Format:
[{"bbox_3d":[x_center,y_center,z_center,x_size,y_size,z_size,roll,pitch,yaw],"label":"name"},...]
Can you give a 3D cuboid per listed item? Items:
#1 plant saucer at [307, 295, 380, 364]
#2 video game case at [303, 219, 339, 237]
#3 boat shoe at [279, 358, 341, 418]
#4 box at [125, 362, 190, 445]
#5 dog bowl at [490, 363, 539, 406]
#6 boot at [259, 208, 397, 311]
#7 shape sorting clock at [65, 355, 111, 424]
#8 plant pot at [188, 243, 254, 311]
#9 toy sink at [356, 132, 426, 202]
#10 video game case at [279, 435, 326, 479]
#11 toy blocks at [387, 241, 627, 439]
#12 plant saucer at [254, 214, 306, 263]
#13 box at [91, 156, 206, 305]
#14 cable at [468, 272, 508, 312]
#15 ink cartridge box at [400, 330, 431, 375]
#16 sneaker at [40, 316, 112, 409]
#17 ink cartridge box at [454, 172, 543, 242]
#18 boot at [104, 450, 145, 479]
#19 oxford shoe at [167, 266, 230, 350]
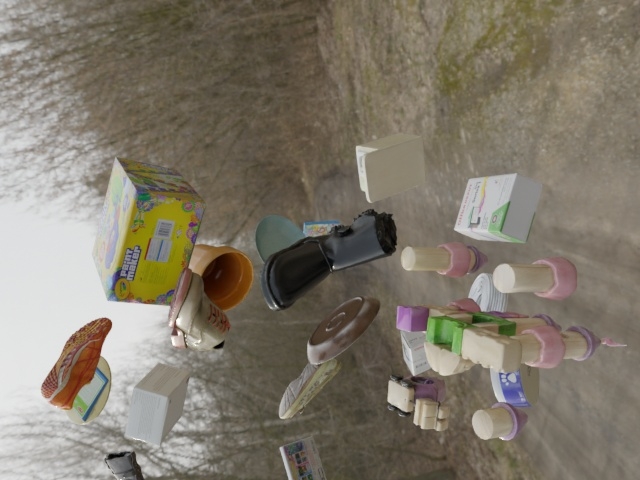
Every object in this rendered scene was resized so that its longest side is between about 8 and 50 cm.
[{"bbox_3d":[0.065,0.283,1.857,0.050,0.310,0.310,50,179,-8],"label":"plant saucer"},{"bbox_3d":[0.000,0.000,1.903,0.015,0.119,0.166,-103,12,-45],"label":"video game case"},{"bbox_3d":[-0.040,0.506,1.897,0.089,0.285,0.105,30,-161,-21],"label":"boat shoe"},{"bbox_3d":[-0.518,0.520,1.790,0.181,0.118,0.182,-54,-21,-75],"label":"box"},{"bbox_3d":[0.712,0.472,2.041,0.264,0.104,0.265,19,-114,-53],"label":"dog bowl"},{"bbox_3d":[0.024,0.027,1.011,0.094,0.207,0.246,65,-153,-10],"label":"boot"},{"bbox_3d":[-0.702,0.447,1.685,0.040,0.206,0.206,39,-151,-53],"label":"shape sorting clock"},{"bbox_3d":[-0.350,0.100,1.804,0.187,0.205,0.205,25,136,45],"label":"plant pot"},{"bbox_3d":[0.197,-0.230,1.741,0.131,0.234,0.153,24,130,53],"label":"toy sink"},{"bbox_3d":[-0.055,0.741,1.841,0.019,0.143,0.157,-35,66,38],"label":"video game case"},{"bbox_3d":[0.303,0.166,0.947,0.288,0.259,0.309,12,99,60],"label":"toy blocks"},{"bbox_3d":[-0.107,0.026,1.514,0.037,0.194,0.195,-34,63,40],"label":"plant saucer"},{"bbox_3d":[-0.454,-0.026,1.448,0.279,0.176,0.290,40,115,53],"label":"box"},{"bbox_3d":[0.590,0.242,1.993,0.257,0.089,0.257,-53,-21,-84],"label":"cable"},{"bbox_3d":[0.403,0.411,2.166,0.213,0.154,0.093,74,171,-48],"label":"ink cartridge box"},{"bbox_3d":[-0.421,0.213,0.983,0.175,0.064,0.067,-65,-35,-36],"label":"sneaker"},{"bbox_3d":[0.594,-0.108,1.890,0.278,0.117,0.202,-172,100,-73],"label":"ink cartridge box"},{"bbox_3d":[-0.704,0.861,2.003,0.229,0.262,0.091,60,-154,-6],"label":"boot"},{"bbox_3d":[-0.257,0.158,1.229,0.348,0.130,0.123,111,171,-64],"label":"oxford shoe"}]
